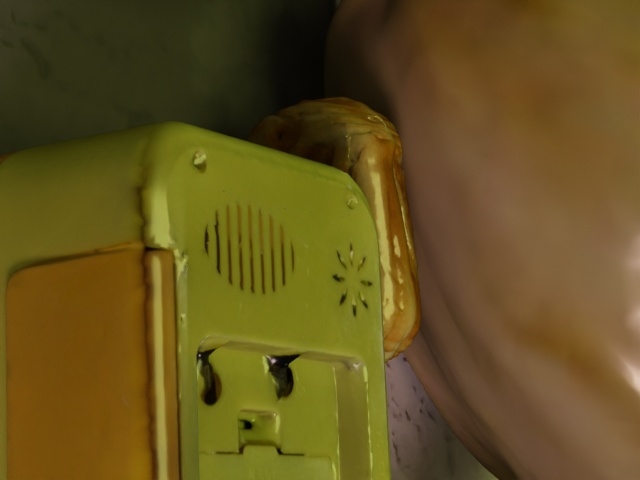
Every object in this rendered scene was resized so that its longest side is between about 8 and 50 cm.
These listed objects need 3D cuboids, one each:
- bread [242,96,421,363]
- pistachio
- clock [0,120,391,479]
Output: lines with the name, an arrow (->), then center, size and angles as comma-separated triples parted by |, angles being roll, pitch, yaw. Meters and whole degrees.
bread -> 0.000, 0.000, 0.613 | 0.044, 0.083, 0.111 | 3, 79, -49
pistachio -> 0.126, -0.002, 0.692 | 0.309, 0.230, 0.230 | 60, 36, -4
clock -> -0.046, 0.072, 0.518 | 0.143, 0.096, 0.202 | 12, 73, -53
